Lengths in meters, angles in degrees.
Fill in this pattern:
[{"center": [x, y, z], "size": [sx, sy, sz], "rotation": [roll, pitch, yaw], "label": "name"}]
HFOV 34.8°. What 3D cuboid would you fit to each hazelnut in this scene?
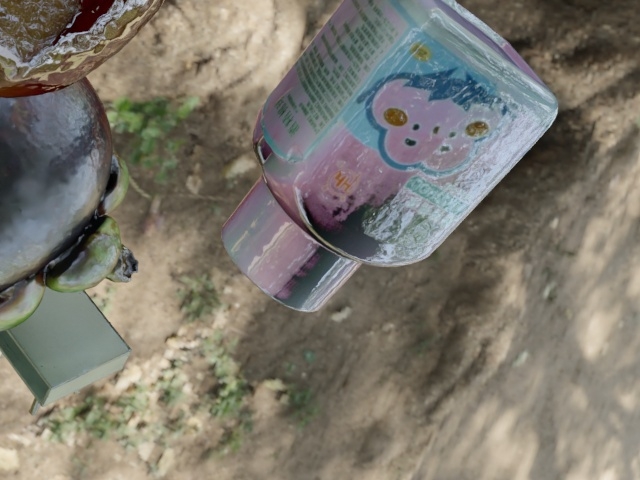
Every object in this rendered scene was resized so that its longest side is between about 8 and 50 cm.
[{"center": [-0.201, -0.180, 0.633], "size": [0.160, 0.201, 0.170], "rotation": [-45, 166, -24], "label": "hazelnut"}]

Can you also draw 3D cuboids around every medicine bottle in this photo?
[{"center": [0.027, -0.051, 0.589], "size": [0.119, 0.094, 0.188], "rotation": [27, 114, -33], "label": "medicine bottle"}]

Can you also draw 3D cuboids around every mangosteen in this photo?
[{"center": [-0.343, -0.072, 1.046], "size": [0.311, 0.311, 0.311], "rotation": [-32, 132, -45], "label": "mangosteen"}]

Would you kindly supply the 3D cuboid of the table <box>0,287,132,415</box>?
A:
[{"center": [-0.362, 0.098, 1.250], "size": [0.121, 0.240, 0.111], "rotation": [-22, 155, -47], "label": "table"}]
